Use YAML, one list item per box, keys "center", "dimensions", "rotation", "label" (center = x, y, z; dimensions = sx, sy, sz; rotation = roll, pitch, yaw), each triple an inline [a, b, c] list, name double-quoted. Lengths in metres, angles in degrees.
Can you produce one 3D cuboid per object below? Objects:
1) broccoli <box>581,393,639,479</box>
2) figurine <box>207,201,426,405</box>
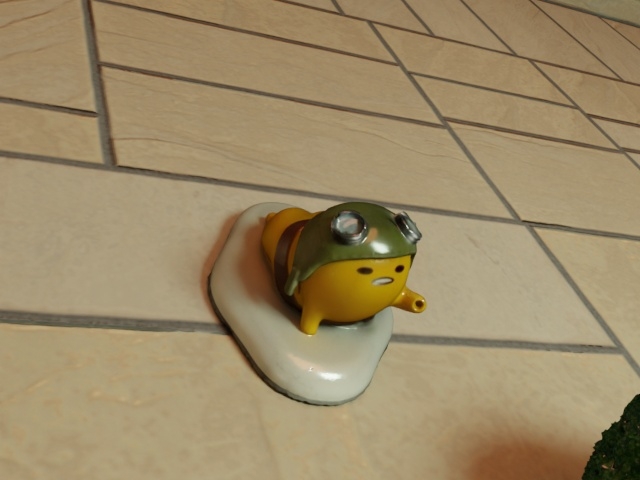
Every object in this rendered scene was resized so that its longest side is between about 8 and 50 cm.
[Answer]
- center: [0.295, 0.198, 0.502]
  dimensions: [0.308, 0.308, 0.275]
  rotation: [-7, 80, -38]
  label: "broccoli"
- center: [0.000, 0.000, 0.699]
  dimensions: [0.167, 0.141, 0.250]
  rotation: [3, 37, -26]
  label: "figurine"
